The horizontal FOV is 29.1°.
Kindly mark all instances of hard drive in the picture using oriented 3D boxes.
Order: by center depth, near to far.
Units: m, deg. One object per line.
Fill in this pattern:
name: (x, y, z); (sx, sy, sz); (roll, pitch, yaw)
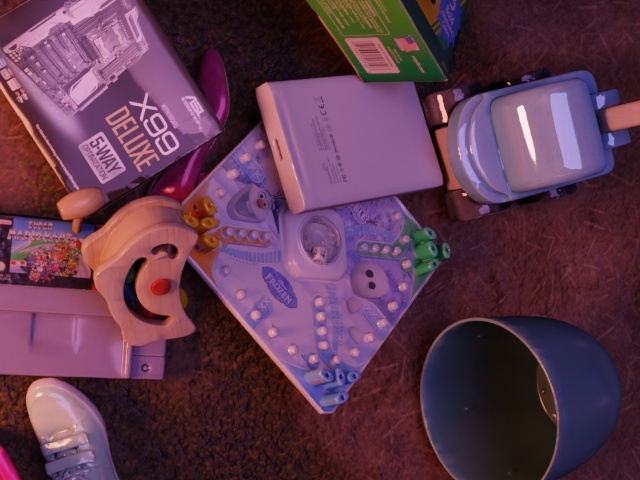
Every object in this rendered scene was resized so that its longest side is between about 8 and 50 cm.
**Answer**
hard drive: (0.052, -0.160, 1.942); (0.308, 0.040, 0.203); (-12, 83, -42)

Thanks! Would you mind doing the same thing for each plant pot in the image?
plant pot: (0.346, 0.254, 2.006); (0.235, 0.293, 0.293); (-7, 91, -40)

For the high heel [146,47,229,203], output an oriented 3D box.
high heel: (-0.205, -0.175, 1.881); (0.117, 0.082, 0.244); (1, 94, -20)

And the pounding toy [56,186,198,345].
pounding toy: (-0.255, 0.006, 1.729); (0.154, 0.155, 0.269); (-25, 135, -8)

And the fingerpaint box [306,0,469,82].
fingerpaint box: (0.092, -0.508, 1.819); (0.445, 0.163, 0.371); (49, 51, -51)

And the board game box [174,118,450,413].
board game box: (0.000, 0.000, 1.911); (0.390, 0.050, 0.390); (50, 52, -14)

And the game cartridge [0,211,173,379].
game cartridge: (-0.385, 0.081, 1.774); (0.355, 0.068, 0.230); (6, 90, -31)

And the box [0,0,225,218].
box: (-0.321, -0.222, 1.785); (0.242, 0.076, 0.307); (-32, 97, -8)

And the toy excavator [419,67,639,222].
toy excavator: (0.440, -0.184, 1.964); (0.433, 0.445, 0.222); (-15, 95, -25)

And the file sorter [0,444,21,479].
file sorter: (-0.454, 0.435, 1.677); (0.182, 0.202, 0.290); (-30, 100, -19)

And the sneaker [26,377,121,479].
sneaker: (-0.351, 0.324, 1.738); (0.094, 0.151, 0.256); (-22, 103, 10)
